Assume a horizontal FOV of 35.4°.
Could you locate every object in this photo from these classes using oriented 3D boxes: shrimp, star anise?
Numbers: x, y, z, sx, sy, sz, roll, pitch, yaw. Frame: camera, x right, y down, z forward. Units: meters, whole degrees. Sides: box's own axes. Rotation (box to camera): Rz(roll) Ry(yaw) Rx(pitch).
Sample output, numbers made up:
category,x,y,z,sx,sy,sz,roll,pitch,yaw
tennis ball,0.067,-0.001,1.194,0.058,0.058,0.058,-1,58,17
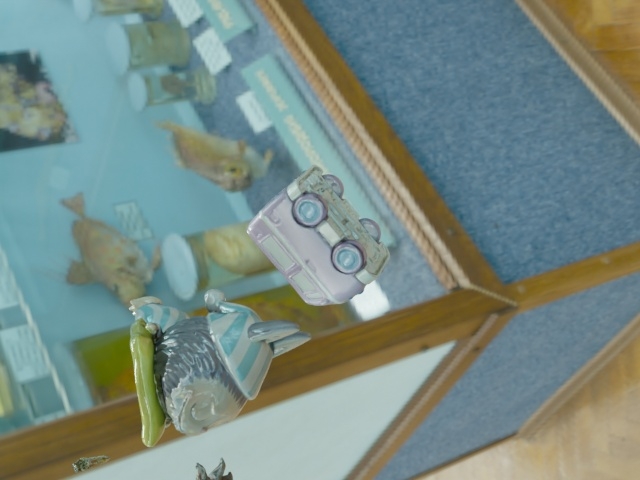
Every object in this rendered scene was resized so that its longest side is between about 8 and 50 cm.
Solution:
category,x,y,z,sx,sy,sz,roll,pitch,yaw
shrimp,-0.409,0.396,1.793,0.108,0.059,0.023,92,167,-83
star anise,-0.213,0.467,1.865,0.042,0.141,0.141,34,129,32

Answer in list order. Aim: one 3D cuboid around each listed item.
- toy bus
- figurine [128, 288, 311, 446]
category,x,y,z,sx,sy,sz,roll,pitch,yaw
toy bus,0.000,0.000,1.582,0.142,0.142,0.202,-38,95,23
figurine,-0.209,0.245,2.130,0.361,0.377,0.266,-113,19,-62
